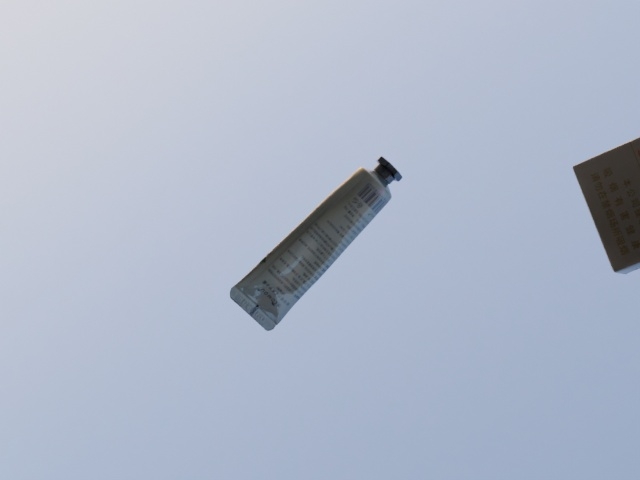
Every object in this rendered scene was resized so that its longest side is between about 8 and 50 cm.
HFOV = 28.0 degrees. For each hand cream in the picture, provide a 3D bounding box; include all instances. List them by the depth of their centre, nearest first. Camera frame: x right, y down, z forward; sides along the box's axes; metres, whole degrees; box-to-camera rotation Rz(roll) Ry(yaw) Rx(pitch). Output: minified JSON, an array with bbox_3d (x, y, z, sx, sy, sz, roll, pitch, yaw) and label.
[{"bbox_3d":[0.000,0.000,1.449,0.234,0.080,0.050,-45,-147,0],"label":"hand cream"}]

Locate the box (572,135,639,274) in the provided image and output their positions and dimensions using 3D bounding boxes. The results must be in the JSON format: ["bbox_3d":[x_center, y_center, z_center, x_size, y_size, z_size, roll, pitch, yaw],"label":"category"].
[{"bbox_3d":[0.405,-0.060,1.455,0.201,0.058,0.141,-23,-102,23],"label":"box"}]
